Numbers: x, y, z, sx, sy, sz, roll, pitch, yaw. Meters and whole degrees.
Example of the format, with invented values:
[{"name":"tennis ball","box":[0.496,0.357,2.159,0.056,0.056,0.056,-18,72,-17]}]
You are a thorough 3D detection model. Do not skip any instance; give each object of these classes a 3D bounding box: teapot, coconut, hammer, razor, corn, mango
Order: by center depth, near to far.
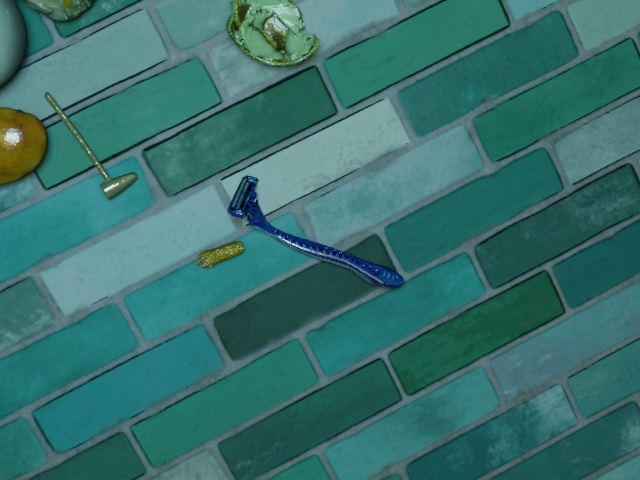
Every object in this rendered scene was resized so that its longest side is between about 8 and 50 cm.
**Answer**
[{"name":"teapot","box":[-0.542,-0.311,1.097,0.193,0.129,0.294,-5,96,-7]},{"name":"mango","box":[-0.506,-0.144,1.143,0.165,0.089,0.115,-16,107,-2]},{"name":"hammer","box":[-0.373,-0.162,1.187,0.060,0.028,0.195,-36,97,-8]},{"name":"coconut","box":[-0.086,-0.349,1.188,0.133,0.055,0.158,-23,96,-3]},{"name":"corn","box":[-0.168,0.023,1.228,0.083,0.028,0.027,-20,118,-5]},{"name":"razor","box":[-0.007,0.007,1.239,0.324,0.093,0.056,29,132,-13]}]

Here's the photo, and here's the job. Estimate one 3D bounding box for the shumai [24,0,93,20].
[{"name":"shumai","box":[-0.405,-0.436,1.098,0.184,0.142,0.184,-1,99,-5]}]
